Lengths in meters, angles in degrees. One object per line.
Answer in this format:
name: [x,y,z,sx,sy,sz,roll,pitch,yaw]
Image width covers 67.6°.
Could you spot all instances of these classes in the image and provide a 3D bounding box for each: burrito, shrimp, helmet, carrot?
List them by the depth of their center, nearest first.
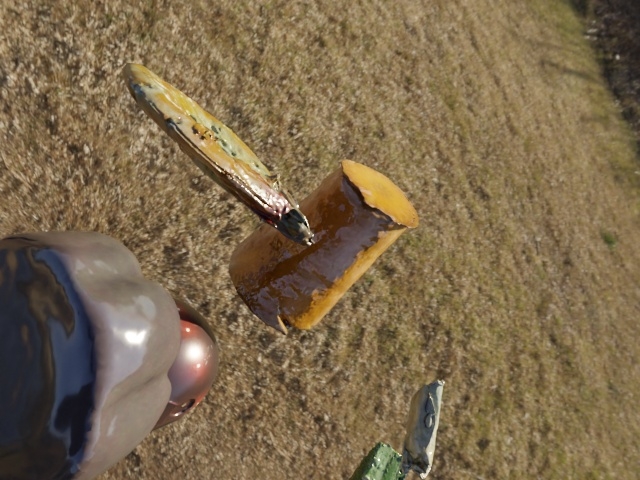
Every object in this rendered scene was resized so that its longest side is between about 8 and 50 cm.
shrimp: [-0.109,-0.090,0.559,0.294,0.154,0.062,40,97,-18]
burrito: [0.148,0.272,0.700,0.041,0.055,0.149,11,87,-36]
helmet: [-0.256,0.180,0.727,0.193,0.189,0.216,-38,148,-4]
carrot: [0.000,0.000,0.743,0.196,0.254,0.195,29,35,-23]

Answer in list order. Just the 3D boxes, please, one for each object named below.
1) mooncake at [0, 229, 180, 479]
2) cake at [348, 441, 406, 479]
mooncake: [-0.256,0.111,0.463,0.133,0.245,0.244,-10,91,-68]
cake: [0.095,0.561,1.050,0.100,0.099,0.235,37,66,-7]
